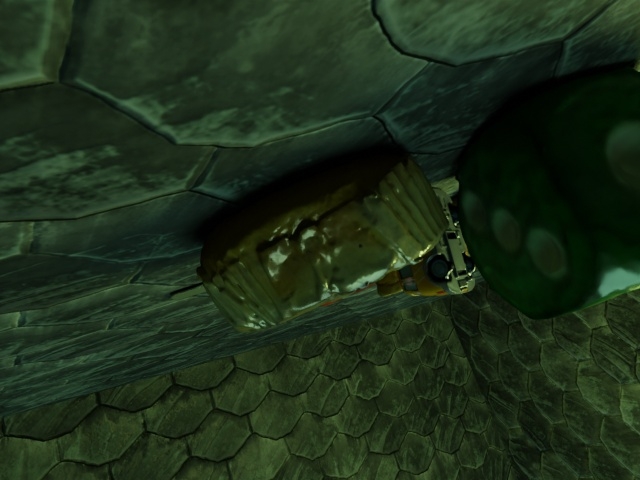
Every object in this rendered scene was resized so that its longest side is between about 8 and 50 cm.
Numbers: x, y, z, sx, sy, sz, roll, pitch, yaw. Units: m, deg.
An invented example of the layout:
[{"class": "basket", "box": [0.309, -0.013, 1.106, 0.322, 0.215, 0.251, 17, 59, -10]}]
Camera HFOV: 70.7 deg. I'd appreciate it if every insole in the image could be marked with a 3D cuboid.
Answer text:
[{"class": "insole", "box": [-0.230, 0.094, 0.981, 0.191, 0.010, 0.063, -17, 163, -7]}]

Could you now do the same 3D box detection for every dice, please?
[{"class": "dice", "box": [0.409, -0.062, 0.718, 0.286, 0.298, 0.300, -20, 164, -10]}]

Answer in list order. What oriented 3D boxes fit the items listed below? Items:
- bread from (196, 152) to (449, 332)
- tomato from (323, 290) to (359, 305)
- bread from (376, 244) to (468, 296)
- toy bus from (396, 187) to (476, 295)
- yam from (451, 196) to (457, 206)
[{"class": "bread", "box": [0.001, -0.001, 0.703, 0.388, 0.183, 0.236, -27, 178, 2]}, {"class": "tomato", "box": [0.026, 0.049, 0.910, 0.195, 0.136, 0.195, -21, 165, -6]}, {"class": "bread", "box": [0.246, 0.050, 1.148, 0.269, 0.143, 0.195, -17, 175, -5]}, {"class": "toy bus", "box": [0.212, 0.012, 0.899, 0.136, 0.210, 0.126, -21, 167, 41]}, {"class": "yam", "box": [0.309, -0.077, 0.990, 0.056, 0.057, 0.241, -3, 159, -44]}]
